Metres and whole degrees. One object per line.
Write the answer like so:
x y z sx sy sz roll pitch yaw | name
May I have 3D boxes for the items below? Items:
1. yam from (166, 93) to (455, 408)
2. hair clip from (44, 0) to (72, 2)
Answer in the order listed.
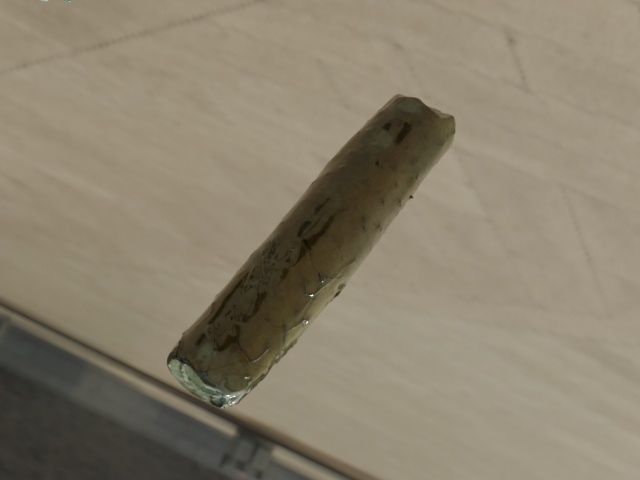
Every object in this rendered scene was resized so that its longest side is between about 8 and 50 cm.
0.000 0.000 1.127 0.071 0.317 0.067 31 147 15 | yam
-0.196 -0.201 1.125 0.049 0.049 0.173 26 178 -4 | hair clip
